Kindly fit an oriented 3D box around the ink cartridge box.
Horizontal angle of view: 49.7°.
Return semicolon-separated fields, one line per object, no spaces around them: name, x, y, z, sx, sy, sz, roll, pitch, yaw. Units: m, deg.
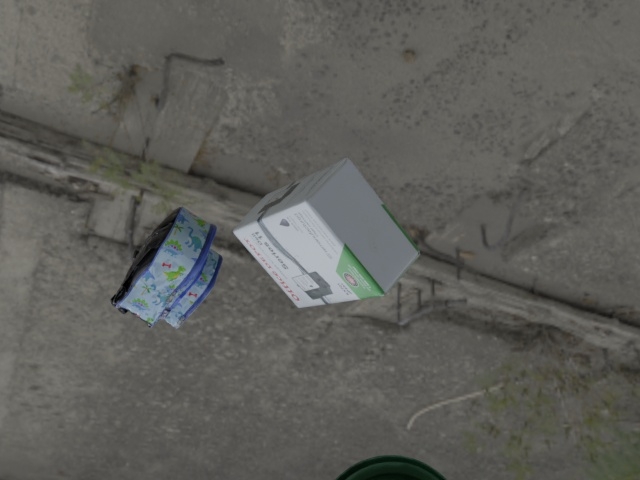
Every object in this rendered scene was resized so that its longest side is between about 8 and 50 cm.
ink cartridge box;0.000;0.000;0.882;0.153;0.087;0.208;50;151;-13

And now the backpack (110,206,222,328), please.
backpack;-0.153;0.027;0.733;0.084;0.105;0.114;31;124;-16

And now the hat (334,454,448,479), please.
hat;0.051;0.284;0.645;0.173;0.209;0.183;3;150;17
